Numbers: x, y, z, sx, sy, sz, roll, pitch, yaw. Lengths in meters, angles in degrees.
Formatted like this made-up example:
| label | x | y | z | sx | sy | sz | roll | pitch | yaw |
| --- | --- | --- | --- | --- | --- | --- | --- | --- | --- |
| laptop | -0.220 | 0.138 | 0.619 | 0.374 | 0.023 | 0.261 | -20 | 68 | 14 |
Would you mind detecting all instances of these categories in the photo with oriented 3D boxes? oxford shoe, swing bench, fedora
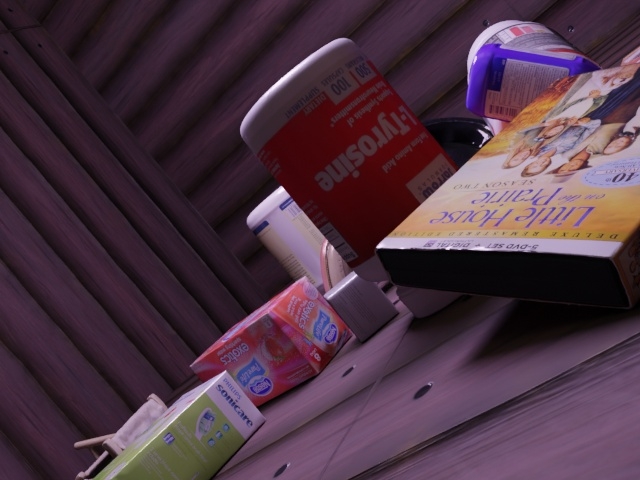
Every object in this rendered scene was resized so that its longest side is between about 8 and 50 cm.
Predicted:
| label | x | y | z | sx | sy | sz | roll | pitch | yaw |
| --- | --- | --- | --- | --- | --- | --- | --- | --- | --- |
| oxford shoe | 0.088 | 0.003 | 1.554 | 0.130 | 0.123 | 0.348 | -16 | 58 | 38 |
| swing bench | -0.445 | 0.495 | 1.556 | 0.255 | 0.165 | 0.253 | -34 | 3 | 13 |
| fedora | 0.256 | -0.117 | 1.459 | 0.334 | 0.334 | 0.152 | -42 | -41 | -41 |

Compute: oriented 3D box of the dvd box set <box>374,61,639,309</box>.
| label | x | y | z | sx | sy | sz | roll | pitch | yaw |
| --- | --- | --- | --- | --- | --- | --- | --- | --- | --- |
| dvd box set | 0.297 | -0.086 | 0.819 | 0.420 | 0.062 | 0.308 | -41 | 23 | -28 |

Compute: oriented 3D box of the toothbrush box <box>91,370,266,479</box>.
| label | x | y | z | sx | sy | sz | roll | pitch | yaw |
| --- | --- | --- | --- | --- | --- | --- | --- | --- | --- |
| toothbrush box | -0.263 | 0.381 | 1.271 | 0.283 | 0.122 | 0.206 | -40 | 2 | -39 |

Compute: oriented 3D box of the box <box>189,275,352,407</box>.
| label | x | y | z | sx | sy | sz | roll | pitch | yaw |
| --- | --- | --- | --- | --- | --- | --- | --- | --- | --- |
| box | -0.103 | 0.220 | 1.444 | 0.300 | 0.154 | 0.142 | -36 | 5 | 42 |

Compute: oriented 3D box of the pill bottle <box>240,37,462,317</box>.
| label | x | y | z | sx | sy | sz | roll | pitch | yaw |
| --- | --- | --- | --- | --- | --- | --- | --- | --- | --- |
| pill bottle | 0.086 | -0.087 | 1.126 | 0.229 | 0.407 | 0.229 | -40 | 3 | 2 |

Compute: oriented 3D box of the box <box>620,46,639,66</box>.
| label | x | y | z | sx | sy | sz | roll | pitch | yaw |
| --- | --- | --- | --- | --- | --- | --- | --- | --- | --- |
| box | 0.575 | -0.291 | 1.197 | 0.130 | 0.091 | 0.170 | -38 | 3 | 34 |

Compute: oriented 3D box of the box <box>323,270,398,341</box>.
| label | x | y | z | sx | sy | sz | roll | pitch | yaw |
| --- | --- | --- | --- | --- | --- | --- | --- | --- | --- |
| box | 0.071 | 0.113 | 1.308 | 0.087 | 0.101 | 0.102 | -39 | 2 | -3 |

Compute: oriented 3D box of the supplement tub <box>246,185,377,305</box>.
| label | x | y | z | sx | sy | sz | roll | pitch | yaw |
| --- | --- | --- | --- | --- | --- | --- | --- | --- | --- |
| supplement tub | 0.000 | 0.000 | 1.807 | 0.235 | 0.325 | 0.235 | -40 | 3 | 2 |

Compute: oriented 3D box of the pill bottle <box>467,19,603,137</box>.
| label | x | y | z | sx | sy | sz | roll | pitch | yaw |
| --- | --- | --- | --- | --- | --- | --- | --- | --- | --- |
| pill bottle | 0.398 | -0.296 | 1.384 | 0.210 | 0.210 | 0.363 | -39 | 23 | 19 |

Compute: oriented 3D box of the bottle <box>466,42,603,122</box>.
| label | x | y | z | sx | sy | sz | roll | pitch | yaw |
| --- | --- | --- | --- | --- | --- | --- | --- | --- | --- |
| bottle | 0.375 | -0.229 | 1.128 | 0.092 | 0.283 | 0.118 | -47 | -34 | -51 |
